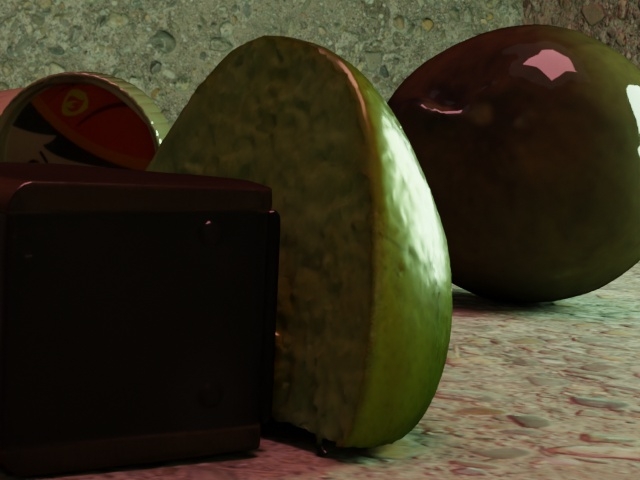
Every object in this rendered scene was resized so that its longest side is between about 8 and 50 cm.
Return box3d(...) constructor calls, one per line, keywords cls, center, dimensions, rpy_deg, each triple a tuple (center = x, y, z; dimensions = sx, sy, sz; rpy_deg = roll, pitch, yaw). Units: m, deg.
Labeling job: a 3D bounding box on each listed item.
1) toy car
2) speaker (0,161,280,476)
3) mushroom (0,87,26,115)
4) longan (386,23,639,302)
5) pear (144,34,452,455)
box3d(cls="toy car", center=(-0.209, -0.032, 1.398), dimensions=(0.235, 0.235, 0.145), rpy_deg=(4, 4, 11))
box3d(cls="speaker", center=(-0.156, 0.035, 0.976), dimensions=(0.193, 0.153, 0.231), rpy_deg=(-1, 6, -35))
box3d(cls="mushroom", center=(-0.316, -0.040, 1.685), dimensions=(0.246, 0.202, 0.246), rpy_deg=(-33, 21, 15))
box3d(cls="longan", center=(0.216, -0.081, 1.792), dimensions=(0.319, 0.318, 0.319), rpy_deg=(3, 4, 0))
box3d(cls="pear", center=(-0.009, -0.007, 1.065), dimensions=(0.139, 0.239, 0.288), rpy_deg=(-1, 7, -38))
